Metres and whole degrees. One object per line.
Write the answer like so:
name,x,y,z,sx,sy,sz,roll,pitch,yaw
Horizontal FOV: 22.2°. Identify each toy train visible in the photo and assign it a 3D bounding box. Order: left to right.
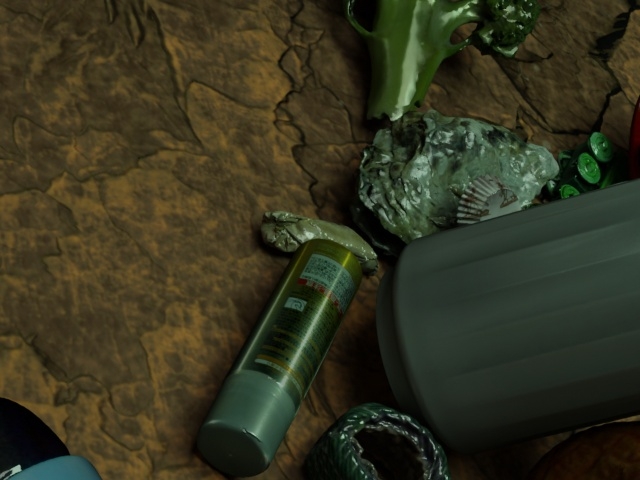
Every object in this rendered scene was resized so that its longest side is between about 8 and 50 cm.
toy train,0.328,-0.035,2.043,0.119,0.085,0.251,46,45,-12

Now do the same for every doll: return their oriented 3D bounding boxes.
doll,-0.287,0.208,1.418,0.314,0.141,0.177,44,14,20

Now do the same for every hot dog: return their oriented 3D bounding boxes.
hot dog,0.200,0.014,1.871,0.099,0.053,0.192,-31,118,-29

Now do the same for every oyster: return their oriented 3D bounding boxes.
oyster,0.151,-0.073,1.923,0.198,0.112,0.268,46,52,1

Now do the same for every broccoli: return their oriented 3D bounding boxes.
broccoli,0.142,-0.298,2.069,0.254,0.186,0.302,-8,90,-14

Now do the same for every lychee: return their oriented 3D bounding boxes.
lychee,0.315,0.298,1.664,0.300,0.255,0.255,44,31,-50

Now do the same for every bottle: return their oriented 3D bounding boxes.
bottle,-0.039,0.117,1.683,0.082,0.082,0.286,34,45,-6

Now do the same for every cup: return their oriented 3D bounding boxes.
cup,0.252,0.055,1.719,0.236,0.327,0.323,60,28,-26

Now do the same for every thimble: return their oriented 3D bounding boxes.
thimble,0.060,0.233,1.654,0.135,0.090,0.118,46,48,5

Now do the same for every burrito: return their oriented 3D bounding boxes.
burrito,0.000,0.000,1.826,0.149,0.041,0.055,14,64,-29

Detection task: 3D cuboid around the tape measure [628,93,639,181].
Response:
tape measure,0.480,-0.092,2.085,0.253,0.114,0.260,-51,131,-46
